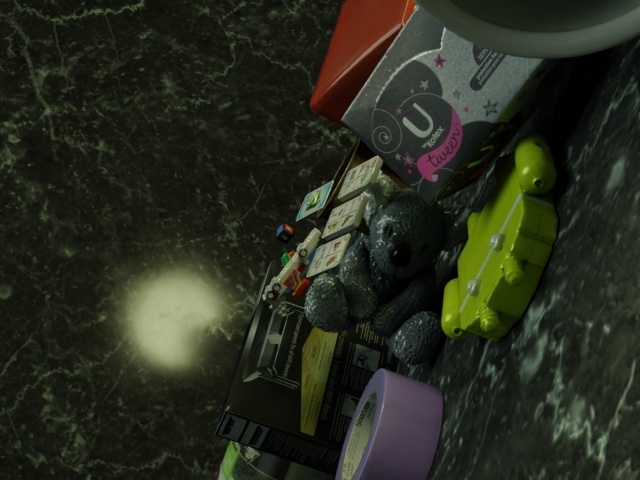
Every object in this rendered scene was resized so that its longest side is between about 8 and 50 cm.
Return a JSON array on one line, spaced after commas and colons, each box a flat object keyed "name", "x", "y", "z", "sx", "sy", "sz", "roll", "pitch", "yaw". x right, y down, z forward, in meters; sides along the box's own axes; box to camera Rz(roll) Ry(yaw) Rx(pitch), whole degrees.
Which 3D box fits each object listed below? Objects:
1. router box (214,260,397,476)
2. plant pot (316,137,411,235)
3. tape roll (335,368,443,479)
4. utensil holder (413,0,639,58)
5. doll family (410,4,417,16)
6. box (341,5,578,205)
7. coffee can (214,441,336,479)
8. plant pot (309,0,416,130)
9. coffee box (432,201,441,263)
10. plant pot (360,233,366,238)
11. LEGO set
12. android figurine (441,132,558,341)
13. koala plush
[{"name": "router box", "x": -0.009, "y": 0.203, "z": 1.644, "sx": 0.081, "sy": 0.243, "sz": 0.309, "roll": 115, "pitch": 173, "yaw": -47}, {"name": "plant pot", "x": 0.102, "y": -0.075, "z": 1.886, "sx": 0.167, "sy": 0.165, "sz": 0.167, "roll": -60, "pitch": 5, "yaw": 9}, {"name": "tape roll", "x": 0.085, "y": 0.265, "z": 1.326, "sx": 0.189, "sy": 0.080, "sz": 0.189, "roll": -160, "pitch": 90, "yaw": -86}, {"name": "utensil holder", "x": 0.230, "y": -0.412, "z": 1.036, "sx": 0.385, "sy": 0.327, "sz": 0.327, "roll": -74, "pitch": 6, "yaw": -53}, {"name": "doll family", "x": 0.222, "y": -0.253, "z": 1.369, "sx": 0.163, "sy": 0.118, "sz": 0.263, "roll": -56, "pitch": -38, "yaw": -2}, {"name": "box", "x": 0.170, "y": -0.190, "z": 1.217, "sx": 0.142, "sy": 0.163, "sz": 0.247, "roll": -26, "pitch": -23, "yaw": -53}, {"name": "coffee can", "x": -0.083, "y": 0.427, "z": 1.798, "sx": 0.201, "sy": 0.201, "sz": 0.275, "roll": -85, "pitch": 16, "yaw": -71}, {"name": "plant pot", "x": 0.176, "y": -0.318, "z": 1.740, "sx": 0.236, "sy": 0.267, "sz": 0.267, "roll": -42, "pitch": 26, "yaw": 55}, {"name": "coffee box", "x": 0.160, "y": 0.010, "z": 1.724, "sx": 0.184, "sy": 0.040, "sz": 0.113, "roll": -76, "pitch": 8, "yaw": -50}, {"name": "plant pot", "x": 0.122, "y": -0.023, "z": 2.311, "sx": 0.236, "sy": 0.032, "sz": 0.236, "roll": -161, "pitch": 90, "yaw": -86}, {"name": "LEGO set", "x": 0.000, "y": 0.000, "z": 1.439, "sx": 0.244, "sy": 0.060, "sz": 0.182, "roll": -25, "pitch": 36, "yaw": 53}, {"name": "android figurine", "x": 0.206, "y": 0.005, "z": 1.186, "sx": 0.273, "sy": 0.056, "sz": 0.248, "roll": -75, "pitch": 7, "yaw": -60}, {"name": "koala plush", "x": 0.108, "y": 0.020, "z": 1.459, "sx": 0.203, "sy": 0.196, "sz": 0.221, "roll": -57, "pitch": -14, "yaw": -67}]
